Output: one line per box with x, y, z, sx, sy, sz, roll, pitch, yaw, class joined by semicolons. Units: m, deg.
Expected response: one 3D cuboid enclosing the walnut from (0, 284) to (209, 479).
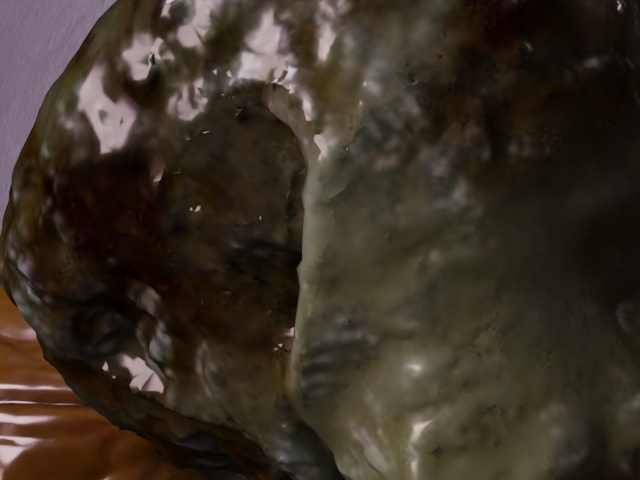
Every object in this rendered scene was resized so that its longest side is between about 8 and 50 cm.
-0.186;0.204;1.201;0.398;0.308;0.354;-47;41;37;walnut

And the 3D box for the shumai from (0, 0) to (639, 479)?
0.069;0.062;0.874;0.395;0.395;0.348;-46;56;35;shumai
